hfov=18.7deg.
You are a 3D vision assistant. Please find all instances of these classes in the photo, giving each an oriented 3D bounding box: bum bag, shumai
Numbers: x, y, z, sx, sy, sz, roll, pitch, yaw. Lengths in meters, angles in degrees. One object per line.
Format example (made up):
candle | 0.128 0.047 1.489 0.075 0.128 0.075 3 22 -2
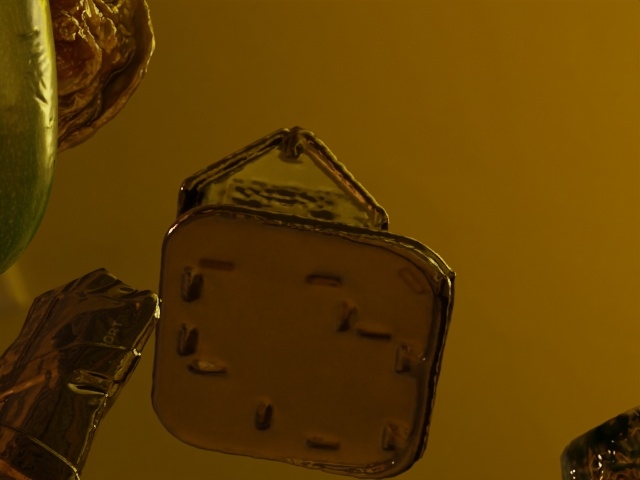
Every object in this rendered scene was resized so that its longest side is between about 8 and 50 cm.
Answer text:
bum bag | -0.137 0.091 0.975 0.087 0.049 0.197 -7 -138 30
shumai | -0.179 -0.137 1.240 0.146 0.145 0.116 -20 147 5

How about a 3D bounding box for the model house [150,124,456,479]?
model house | 0.000 0.000 1.437 0.205 0.218 0.278 10 -143 2

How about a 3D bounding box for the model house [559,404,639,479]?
model house | 0.323 0.269 1.355 0.190 0.300 0.271 -32 139 24

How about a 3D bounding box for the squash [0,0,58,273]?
squash | -0.148 -0.120 0.719 0.082 0.292 0.082 -8 -162 3
